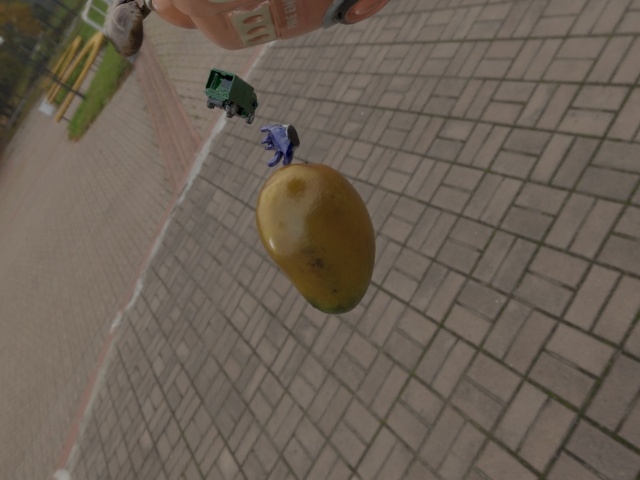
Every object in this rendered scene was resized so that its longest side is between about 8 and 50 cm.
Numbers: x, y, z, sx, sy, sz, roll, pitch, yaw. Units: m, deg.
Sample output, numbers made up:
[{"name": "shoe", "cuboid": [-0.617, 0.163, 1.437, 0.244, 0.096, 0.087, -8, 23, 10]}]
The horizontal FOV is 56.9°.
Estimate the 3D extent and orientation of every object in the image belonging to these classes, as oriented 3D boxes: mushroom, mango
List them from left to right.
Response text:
[{"name": "mushroom", "cuboid": [-0.438, -0.502, 1.341, 0.171, 0.080, 0.135, -51, 57, 31]}, {"name": "mango", "cuboid": [0.003, -0.005, 0.802, 0.151, 0.221, 0.120, -47, 28, -22]}]

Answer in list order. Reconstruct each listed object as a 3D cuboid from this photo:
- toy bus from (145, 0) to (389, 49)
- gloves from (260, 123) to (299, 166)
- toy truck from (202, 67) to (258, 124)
[{"name": "toy bus", "cuboid": [-0.066, -0.284, 0.508, 0.232, 0.194, 0.287, -24, -4, 2]}, {"name": "gloves", "cuboid": [-0.061, -0.135, 0.843, 0.026, 0.064, 0.086, -26, 16, -32]}, {"name": "toy truck", "cuboid": [-0.187, -0.302, 1.256, 0.065, 0.147, 0.079, 20, 93, 17]}]
